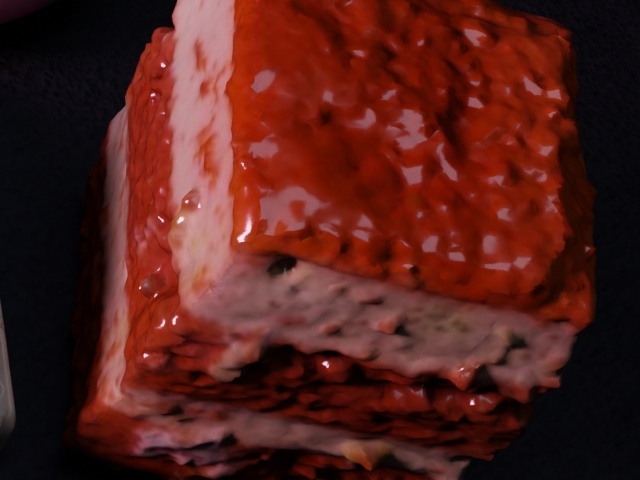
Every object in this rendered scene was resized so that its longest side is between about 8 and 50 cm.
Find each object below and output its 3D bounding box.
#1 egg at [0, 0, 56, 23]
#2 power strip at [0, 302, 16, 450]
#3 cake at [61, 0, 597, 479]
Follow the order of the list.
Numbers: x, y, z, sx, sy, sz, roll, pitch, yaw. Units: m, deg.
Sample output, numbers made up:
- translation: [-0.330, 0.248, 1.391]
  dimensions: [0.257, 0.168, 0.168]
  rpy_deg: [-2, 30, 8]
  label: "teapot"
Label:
- translation: [-0.261, -0.249, 1.273]
  dimensions: [0.271, 0.196, 0.196]
  rpy_deg: [-36, 76, -19]
  label: "egg"
- translation: [-0.269, 0.019, 1.159]
  dimensions: [0.098, 0.058, 0.338]
  rpy_deg: [2, 56, -25]
  label: "power strip"
- translation: [0.000, 0.000, 1.127]
  dimensions: [0.269, 0.319, 0.270]
  rpy_deg: [12, 52, -19]
  label: "cake"
